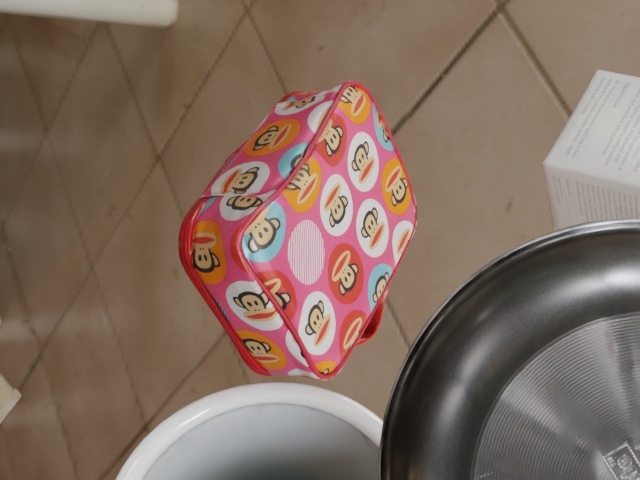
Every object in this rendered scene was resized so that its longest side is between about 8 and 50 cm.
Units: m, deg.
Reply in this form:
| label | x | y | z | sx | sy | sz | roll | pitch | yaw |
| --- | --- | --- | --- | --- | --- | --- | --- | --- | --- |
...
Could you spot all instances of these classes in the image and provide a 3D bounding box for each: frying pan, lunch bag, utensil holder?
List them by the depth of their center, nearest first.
| label | x | y | z | sx | sy | sz | roll | pitch | yaw |
| --- | --- | --- | --- | --- | --- | --- | --- | --- | --- |
| frying pan | 0.056 | 0.099 | 0.348 | 0.053 | 0.326 | 0.197 | 24 | -122 | -83 |
| lunch bag | 0.000 | 0.000 | 1.002 | 0.120 | 0.293 | 0.258 | -3 | 129 | 37 |
| utensil holder | -0.043 | 0.386 | 1.051 | 0.327 | 0.328 | 0.385 | 58 | 166 | 31 |

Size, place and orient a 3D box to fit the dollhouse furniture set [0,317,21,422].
| label | x | y | z | sx | sy | sz | roll | pitch | yaw |
| --- | --- | --- | --- | --- | --- | --- | --- | --- | --- |
| dollhouse furniture set | -0.514 | 0.184 | 1.015 | 0.198 | 0.303 | 0.286 | 55 | -179 | -9 |

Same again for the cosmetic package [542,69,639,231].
| label | x | y | z | sx | sy | sz | roll | pitch | yaw |
| --- | --- | --- | --- | --- | --- | --- | --- | --- | --- |
| cosmetic package | 0.366 | -0.071 | 1.023 | 0.184 | 0.151 | 0.151 | 20 | 64 | 32 |
